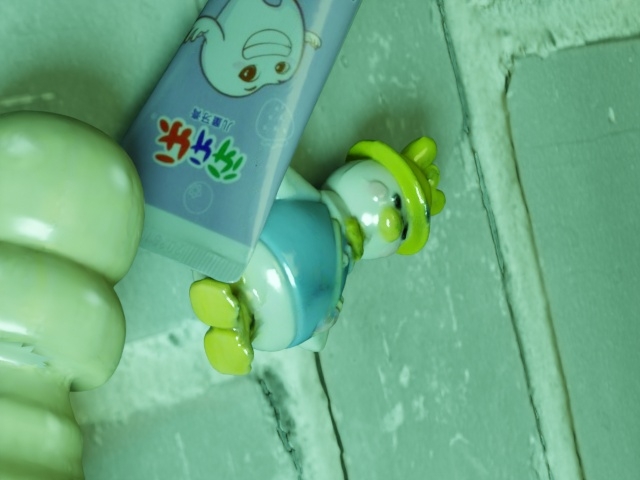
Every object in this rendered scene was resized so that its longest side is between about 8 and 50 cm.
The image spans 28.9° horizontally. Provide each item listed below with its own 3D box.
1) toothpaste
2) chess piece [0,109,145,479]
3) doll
[{"bbox_3d":[-0.025,-0.152,0.831,0.371,0.125,0.080,-64,160,-11],"label":"toothpaste"},{"bbox_3d":[-0.185,0.069,0.704,0.167,0.167,0.300,23,65,-33],"label":"chess piece"},{"bbox_3d":[0.001,0.000,0.870,0.241,0.098,0.135,-33,92,-32],"label":"doll"}]
